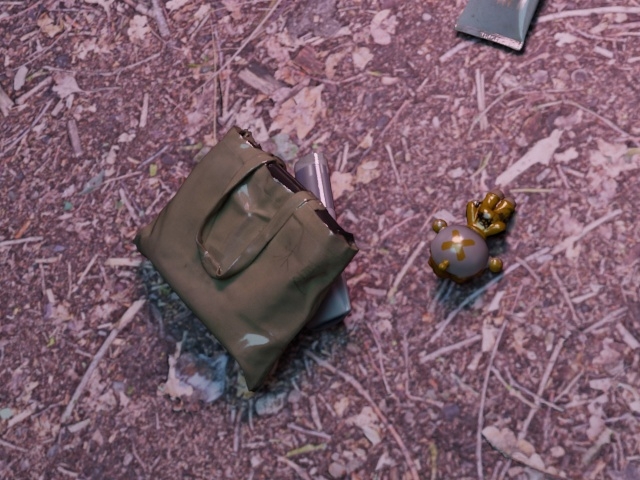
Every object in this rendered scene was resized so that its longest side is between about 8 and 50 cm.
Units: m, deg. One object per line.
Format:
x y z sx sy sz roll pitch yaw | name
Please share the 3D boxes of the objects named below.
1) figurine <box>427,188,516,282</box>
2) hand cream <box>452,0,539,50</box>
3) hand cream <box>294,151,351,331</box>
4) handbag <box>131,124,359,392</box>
0.203 -0.003 1.446 0.143 0.068 0.101 -25 66 -10 | figurine
0.302 -0.425 1.597 0.111 0.070 0.312 23 80 25 | hand cream
0.000 0.000 1.527 0.079 0.048 0.255 -30 54 40 | hand cream
-0.105 0.009 1.517 0.253 0.109 0.316 -53 55 15 | handbag
